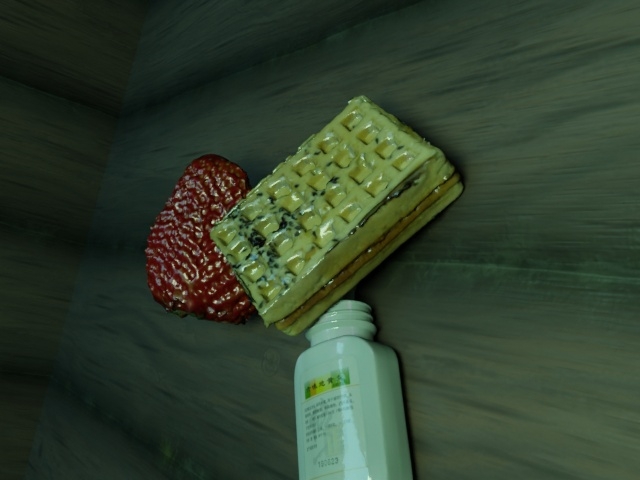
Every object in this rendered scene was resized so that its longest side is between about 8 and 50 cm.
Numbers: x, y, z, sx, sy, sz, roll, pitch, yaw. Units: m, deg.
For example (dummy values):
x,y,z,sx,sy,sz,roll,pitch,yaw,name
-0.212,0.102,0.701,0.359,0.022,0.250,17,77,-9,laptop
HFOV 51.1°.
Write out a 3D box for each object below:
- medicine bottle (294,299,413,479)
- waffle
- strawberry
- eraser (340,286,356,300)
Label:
x,y,z,sx,sy,sz,roll,pitch,yaw,name
0.042,0.259,1.044,0.179,0.124,0.324,-30,54,38,medicine bottle
0.011,-0.051,1.100,0.376,0.114,0.261,-41,48,2,waffle
-0.237,-0.005,1.396,0.312,0.267,0.351,12,104,60,strawberry
0.000,0.000,1.248,0.171,0.087,0.290,-20,59,51,eraser
